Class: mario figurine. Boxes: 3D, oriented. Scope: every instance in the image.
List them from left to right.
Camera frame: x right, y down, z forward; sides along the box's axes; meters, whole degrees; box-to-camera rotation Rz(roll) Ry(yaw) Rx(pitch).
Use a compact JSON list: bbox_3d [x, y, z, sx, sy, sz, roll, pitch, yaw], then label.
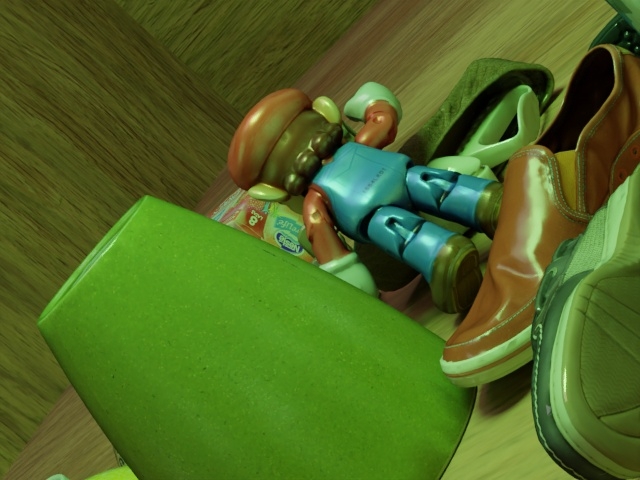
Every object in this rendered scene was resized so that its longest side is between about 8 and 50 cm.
[{"bbox_3d":[0.046,-0.043,1.169,0.198,0.320,0.170,-25,-47,-43],"label":"mario figurine"}]

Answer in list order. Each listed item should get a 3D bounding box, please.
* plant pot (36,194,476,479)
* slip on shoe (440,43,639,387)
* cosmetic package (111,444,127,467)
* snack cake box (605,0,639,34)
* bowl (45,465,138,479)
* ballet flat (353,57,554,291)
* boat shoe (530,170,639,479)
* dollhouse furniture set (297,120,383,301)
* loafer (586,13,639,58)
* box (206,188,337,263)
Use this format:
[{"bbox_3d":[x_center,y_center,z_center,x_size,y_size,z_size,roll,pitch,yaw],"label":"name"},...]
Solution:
[{"bbox_3d":[-0.073,0.106,0.971,0.275,0.293,0.275,-46,11,12],"label":"plant pot"},{"bbox_3d":[0.180,-0.024,0.939,0.331,0.101,0.123,-55,14,-22],"label":"slip on shoe"},{"bbox_3d":[-0.113,0.157,1.260,0.153,0.129,0.296,-13,-11,-31],"label":"cosmetic package"},{"bbox_3d":[0.350,-0.242,0.881,0.264,0.152,0.089,-48,11,3],"label":"snack cake box"},{"bbox_3d":[-0.230,0.319,1.159,0.289,0.156,0.289,-42,16,15],"label":"bowl"},{"bbox_3d":[0.159,-0.084,1.271,0.124,0.116,0.342,-7,36,47],"label":"ballet flat"},{"bbox_3d":[0.173,0.056,0.711,0.092,0.103,0.285,-48,6,35],"label":"boat shoe"},{"bbox_3d":[0.000,0.000,1.399,0.242,0.161,0.212,-47,11,8],"label":"dollhouse furniture set"},{"bbox_3d":[0.337,-0.214,1.057,0.223,0.076,0.078,-34,12,37],"label":"loafer"},{"bbox_3d":[-0.116,0.017,1.848,0.300,0.142,0.154,-34,19,53],"label":"box"}]
